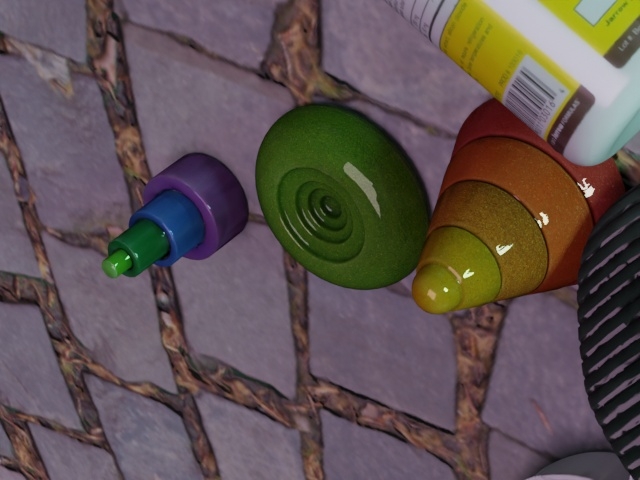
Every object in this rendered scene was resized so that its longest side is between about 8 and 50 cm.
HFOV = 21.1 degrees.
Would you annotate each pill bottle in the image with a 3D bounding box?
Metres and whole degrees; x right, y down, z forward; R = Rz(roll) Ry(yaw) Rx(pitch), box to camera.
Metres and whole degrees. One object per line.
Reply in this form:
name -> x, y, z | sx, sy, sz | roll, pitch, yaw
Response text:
pill bottle -> 0.088, -0.144, 0.833 | 0.215, 0.117, 0.117 | 43, 140, 10

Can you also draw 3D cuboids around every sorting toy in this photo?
sorting toy -> 0.000, 0.000, 1.021 | 0.365, 0.126, 0.127 | 0, 120, 42

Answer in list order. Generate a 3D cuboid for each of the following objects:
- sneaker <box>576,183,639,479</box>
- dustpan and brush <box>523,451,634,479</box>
sneaker -> 0.246, 0.120, 0.892 | 0.122, 0.146, 0.330 | -34, 69, 24
dustpan and brush -> 0.183, 0.163, 1.022 | 0.147, 0.060, 0.211 | 35, 138, 18
